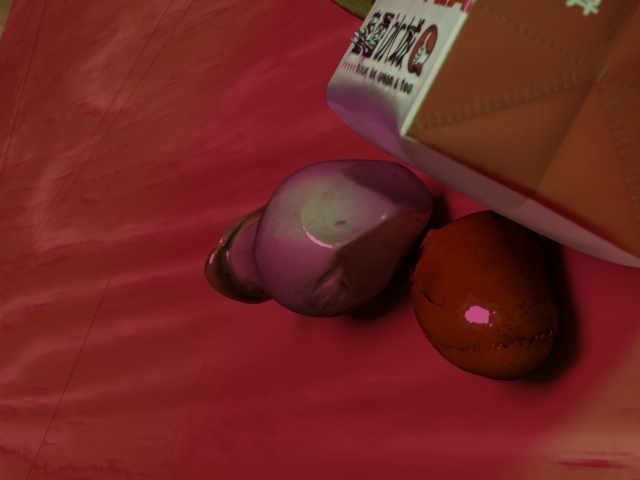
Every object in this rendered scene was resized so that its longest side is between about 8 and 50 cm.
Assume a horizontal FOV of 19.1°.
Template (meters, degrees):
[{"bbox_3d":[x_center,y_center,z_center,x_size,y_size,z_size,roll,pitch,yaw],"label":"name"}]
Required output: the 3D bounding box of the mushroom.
[{"bbox_3d":[-0.001,-0.001,1.182,0.097,0.088,0.212,-64,13,-14],"label":"mushroom"}]

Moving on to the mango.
[{"bbox_3d":[0.084,0.028,0.979,0.077,0.063,0.127,-53,25,16],"label":"mango"}]

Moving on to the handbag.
[{"bbox_3d":[0.137,-0.154,0.907,0.298,0.151,0.171,-63,16,4],"label":"handbag"}]

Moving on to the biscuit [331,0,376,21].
[{"bbox_3d":[0.077,-0.204,1.022,0.208,0.181,0.049,-24,4,9],"label":"biscuit"}]
